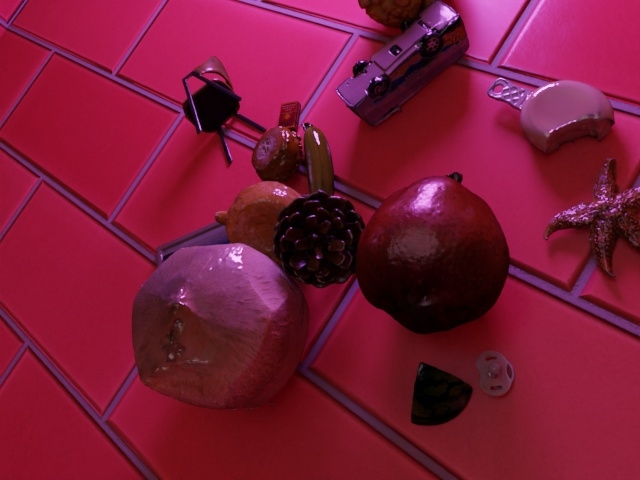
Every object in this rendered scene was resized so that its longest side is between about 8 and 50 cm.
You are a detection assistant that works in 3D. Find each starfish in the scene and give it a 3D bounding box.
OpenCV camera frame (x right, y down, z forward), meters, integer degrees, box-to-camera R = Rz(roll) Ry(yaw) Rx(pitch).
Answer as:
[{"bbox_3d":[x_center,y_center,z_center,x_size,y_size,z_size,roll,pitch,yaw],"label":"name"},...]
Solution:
[{"bbox_3d":[0.538,-0.043,1.106,0.240,0.043,0.228,-20,60,22],"label":"starfish"}]

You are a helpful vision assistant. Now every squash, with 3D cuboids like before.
[{"bbox_3d":[-0.003,-0.189,1.429,0.066,0.066,0.252,-18,62,19],"label":"squash"}]

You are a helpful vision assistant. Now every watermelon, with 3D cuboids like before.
[{"bbox_3d":[0.204,0.289,1.124,0.135,0.125,0.094,-57,24,17],"label":"watermelon"}]

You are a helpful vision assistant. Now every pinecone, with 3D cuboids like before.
[{"bbox_3d":[0.000,0.000,1.196,0.207,0.207,0.208,-11,64,23],"label":"pinecone"}]

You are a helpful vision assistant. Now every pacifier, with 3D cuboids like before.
[{"bbox_3d":[0.322,0.239,1.081,0.068,0.064,0.083,-6,66,6],"label":"pacifier"}]

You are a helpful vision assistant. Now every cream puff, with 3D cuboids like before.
[{"bbox_3d":[-0.103,-0.207,1.468,0.126,0.103,0.144,18,77,45],"label":"cream puff"}]

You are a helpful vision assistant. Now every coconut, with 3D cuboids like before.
[{"bbox_3d":[-0.213,0.171,1.208,0.346,0.360,0.347,-10,64,21],"label":"coconut"}]

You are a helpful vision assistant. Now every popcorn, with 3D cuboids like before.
[{"bbox_3d":[0.204,-0.649,1.435,0.270,0.224,0.258,-11,47,32],"label":"popcorn"}]

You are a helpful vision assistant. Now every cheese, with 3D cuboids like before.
[{"bbox_3d":[0.474,-0.286,1.226,0.163,0.071,0.249,-35,57,10],"label":"cheese"}]

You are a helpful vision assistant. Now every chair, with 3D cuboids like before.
[{"bbox_3d":[-0.277,-0.366,1.594,0.172,0.159,0.247,-42,58,2],"label":"chair"}]

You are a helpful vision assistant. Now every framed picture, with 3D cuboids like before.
[{"bbox_3d":[-0.279,0.064,1.488,0.314,0.024,0.232,-22,59,16],"label":"framed picture"}]

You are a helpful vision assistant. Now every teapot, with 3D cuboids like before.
[{"bbox_3d":[-0.097,-0.044,1.370,0.311,0.204,0.167,2,25,7],"label":"teapot"}]

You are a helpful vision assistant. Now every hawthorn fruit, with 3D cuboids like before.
[{"bbox_3d":[0.200,0.025,1.116,0.295,0.295,0.311,-25,35,15],"label":"hawthorn fruit"}]

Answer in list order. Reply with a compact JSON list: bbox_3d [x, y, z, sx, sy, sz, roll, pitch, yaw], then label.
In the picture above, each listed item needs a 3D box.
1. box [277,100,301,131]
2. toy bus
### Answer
[{"bbox_3d":[-0.082,-0.323,1.555,0.051,0.023,0.082,-4,67,27],"label":"box"},{"bbox_3d":[0.192,-0.404,1.386,0.317,0.138,0.112,-39,52,9],"label":"toy bus"}]
